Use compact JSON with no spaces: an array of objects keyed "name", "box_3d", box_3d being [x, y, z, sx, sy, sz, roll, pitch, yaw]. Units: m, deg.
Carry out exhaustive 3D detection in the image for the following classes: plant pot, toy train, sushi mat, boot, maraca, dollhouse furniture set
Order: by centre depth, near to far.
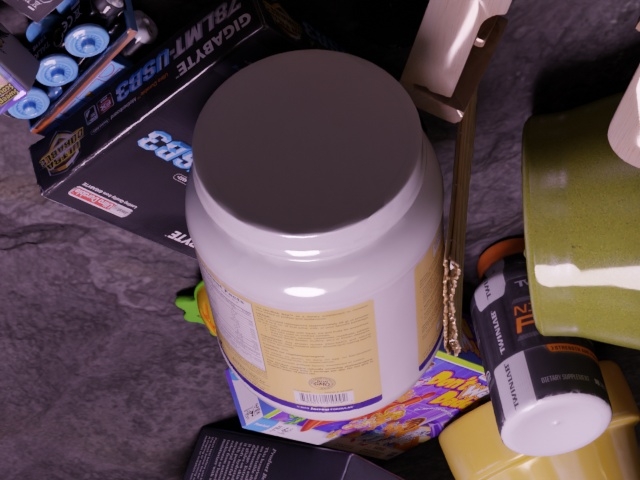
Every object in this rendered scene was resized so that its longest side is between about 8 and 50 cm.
[{"name":"dollhouse furniture set","box_3d":[0.303,-0.190,1.460,0.394,0.362,0.256,24,134,4]},{"name":"toy train","box_3d":[-0.235,-0.174,1.578,0.105,0.080,0.184,19,132,-42]},{"name":"boot","box_3d":[0.055,-0.236,1.585,0.121,0.045,0.099,2,141,-16]},{"name":"sushi mat","box_3d":[0.141,-0.054,1.611,0.019,0.316,0.151,3,143,6]},{"name":"plant pot","box_3d":[0.393,-0.027,1.700,0.353,0.366,0.366,-3,141,11]},{"name":"maraca","box_3d":[-0.093,0.078,1.890,0.127,0.099,0.186,34,147,-22]},{"name":"plant pot","box_3d":[0.310,0.311,2.067,0.254,0.239,0.254,-20,164,-6]}]

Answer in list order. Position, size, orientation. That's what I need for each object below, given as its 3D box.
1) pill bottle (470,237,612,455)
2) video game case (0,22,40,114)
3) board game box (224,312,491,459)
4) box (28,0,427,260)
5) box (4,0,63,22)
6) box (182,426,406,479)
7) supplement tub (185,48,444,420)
[{"name":"pill bottle","box_3d":[0.246,0.116,1.880,0.131,0.245,0.130,-6,142,-5]},{"name":"video game case","box_3d":[-0.441,-0.167,1.505,0.270,0.061,0.244,-31,118,25]},{"name":"board game box","box_3d":[0.080,0.166,1.962,0.233,0.078,0.347,-30,153,22]},{"name":"box","box_3d":[-0.089,-0.102,1.642,0.293,0.073,0.295,-35,146,21]},{"name":"box","box_3d":[-0.274,-0.313,1.416,0.183,0.056,0.231,-35,134,26]},{"name":"box","box_3d":[0.011,0.383,2.110,0.294,0.182,0.296,4,158,47]},{"name":"supplement tub","box_3d":[0.000,0.000,1.550,0.241,0.241,0.331,-9,147,-1]}]
